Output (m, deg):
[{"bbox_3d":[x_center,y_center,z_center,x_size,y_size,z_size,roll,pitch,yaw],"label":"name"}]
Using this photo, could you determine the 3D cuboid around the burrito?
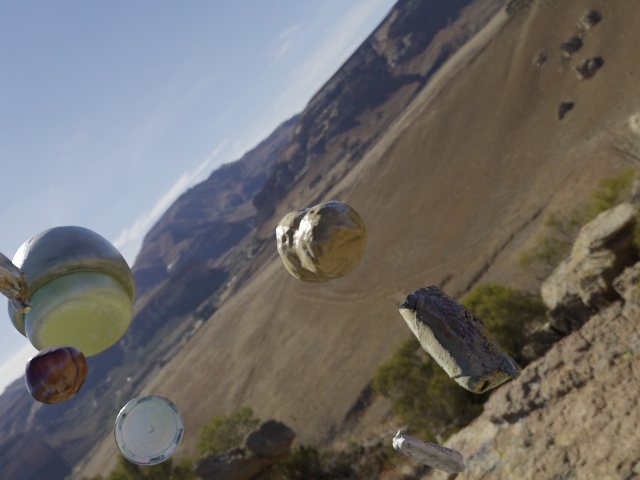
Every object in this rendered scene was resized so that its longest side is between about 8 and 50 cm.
[{"bbox_3d":[0.263,0.514,1.522,0.064,0.203,0.064,-55,19,30],"label":"burrito"}]

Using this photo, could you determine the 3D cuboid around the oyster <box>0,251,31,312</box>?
[{"bbox_3d":[-0.623,0.064,1.194,0.081,0.191,0.163,-44,-5,-12],"label":"oyster"}]

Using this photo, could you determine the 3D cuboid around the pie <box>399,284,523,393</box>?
[{"bbox_3d":[0.265,0.192,1.225,0.128,0.068,0.282,-18,36,-18],"label":"pie"}]

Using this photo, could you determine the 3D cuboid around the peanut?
[{"bbox_3d":[0.000,0.000,1.441,0.170,0.192,0.387,-59,9,-16],"label":"peanut"}]

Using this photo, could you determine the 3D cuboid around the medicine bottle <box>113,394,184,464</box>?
[{"bbox_3d":[-0.332,0.359,1.187,0.108,0.108,0.426,-50,2,-24],"label":"medicine bottle"}]

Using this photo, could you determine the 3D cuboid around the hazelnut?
[{"bbox_3d":[-0.379,0.193,0.901,0.086,0.086,0.086,-46,7,7],"label":"hazelnut"}]

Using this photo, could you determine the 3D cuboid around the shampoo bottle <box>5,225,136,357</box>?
[{"bbox_3d":[-0.669,0.132,1.689,0.322,0.322,0.317,-46,49,8],"label":"shampoo bottle"}]
